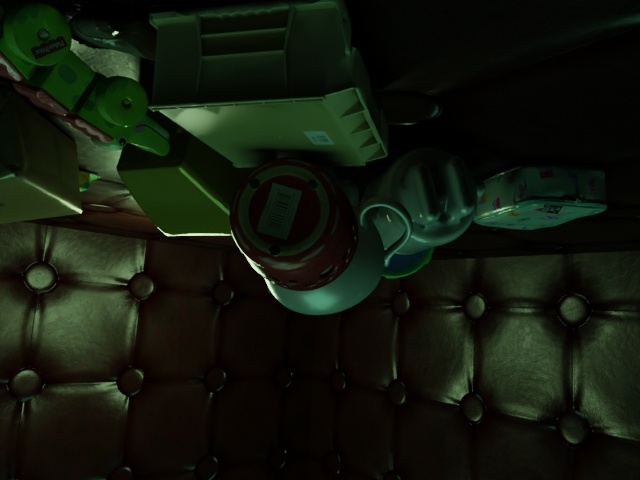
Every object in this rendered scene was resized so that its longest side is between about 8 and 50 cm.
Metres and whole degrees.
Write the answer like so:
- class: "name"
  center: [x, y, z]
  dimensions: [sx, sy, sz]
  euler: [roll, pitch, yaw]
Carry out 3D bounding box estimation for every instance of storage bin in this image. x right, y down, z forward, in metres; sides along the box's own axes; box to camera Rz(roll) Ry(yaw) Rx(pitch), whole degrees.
- class: "storage bin"
  center: [-0.052, -0.195, 0.729]
  dimensions: [0.260, 0.123, 0.262]
  euler: [1, 171, 15]

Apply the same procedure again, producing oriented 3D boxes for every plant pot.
- class: "plant pot"
  center: [-0.038, -0.024, 0.828]
  dimensions: [0.190, 0.191, 0.174]
  euler: [3, 169, 6]
- class: "plant pot"
  center: [-0.228, -0.143, 0.948]
  dimensions: [0.212, 0.213, 0.187]
  euler: [0, 157, 26]

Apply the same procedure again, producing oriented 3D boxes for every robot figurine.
- class: "robot figurine"
  center: [0.201, -0.076, 1.154]
  dimensions: [0.299, 0.200, 0.353]
  euler: [-9, 174, -10]

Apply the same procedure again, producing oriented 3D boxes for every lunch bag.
- class: "lunch bag"
  center: [0.500, -0.093, 1.228]
  dimensions: [0.223, 0.108, 0.279]
  euler: [6, 172, -14]

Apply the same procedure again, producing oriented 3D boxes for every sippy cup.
- class: "sippy cup"
  center: [0.232, -0.018, 1.545]
  dimensions: [0.305, 0.240, 0.224]
  euler: [10, -174, 19]

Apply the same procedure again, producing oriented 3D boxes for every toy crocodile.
- class: "toy crocodile"
  center: [-0.326, -0.199, 0.671]
  dimensions: [0.115, 0.105, 0.340]
  euler: [22, 169, 33]

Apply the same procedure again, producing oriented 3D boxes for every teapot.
- class: "teapot"
  center: [0.000, 0.000, 0.994]
  dimensions: [0.256, 0.187, 0.252]
  euler: [-33, -139, -21]

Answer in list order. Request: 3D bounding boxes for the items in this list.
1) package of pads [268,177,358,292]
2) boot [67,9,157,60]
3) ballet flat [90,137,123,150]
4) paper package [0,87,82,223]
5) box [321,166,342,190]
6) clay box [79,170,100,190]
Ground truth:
- class: "package of pads"
  center: [-0.015, -0.011, 1.374]
  dimensions: [0.228, 0.297, 0.101]
  euler: [0, -177, 15]
- class: "boot"
  center: [-0.261, -0.259, 0.688]
  dimensions: [0.086, 0.042, 0.118]
  euler: [6, 173, 34]
- class: "ballet flat"
  center: [-0.372, -0.208, 1.079]
  dimensions: [0.168, 0.057, 0.052]
  euler: [4, 145, -30]
- class: "paper package"
  center: [-0.668, -0.144, 1.037]
  dimensions: [0.309, 0.168, 0.325]
  euler: [-7, 173, -5]
- class: "box"
  center: [0.013, -0.055, 1.233]
  dimensions: [0.100, 0.245, 0.060]
  euler: [-11, -161, 30]
- class: "clay box"
  center: [-0.731, -0.170, 1.453]
  dimensions: [0.221, 0.053, 0.127]
  euler: [12, 169, -42]
